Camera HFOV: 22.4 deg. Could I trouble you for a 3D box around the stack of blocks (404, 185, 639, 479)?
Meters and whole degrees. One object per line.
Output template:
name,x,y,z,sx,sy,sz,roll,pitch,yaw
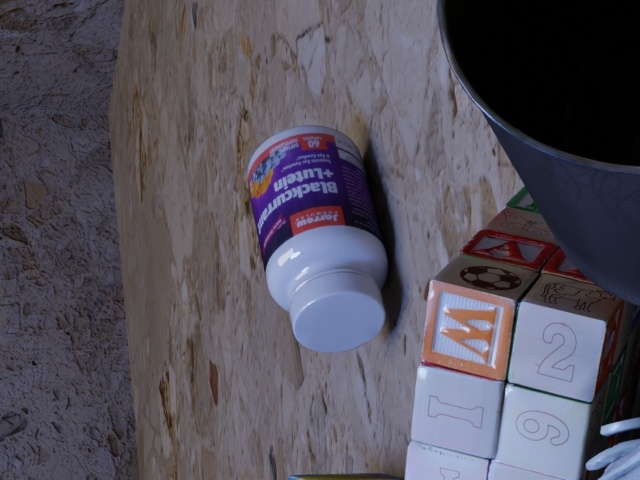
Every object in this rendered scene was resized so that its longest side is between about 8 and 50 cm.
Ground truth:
stack of blocks,0.108,0.139,0.876,0.171,0.087,0.297,-40,-40,-61

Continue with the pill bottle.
pill bottle,0.000,0.000,1.415,0.108,0.108,0.193,105,159,-45

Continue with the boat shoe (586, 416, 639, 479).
boat shoe,0.182,0.102,0.674,0.320,0.118,0.103,99,177,-72

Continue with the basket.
basket,0.154,-0.064,0.648,0.154,0.204,0.227,63,179,21

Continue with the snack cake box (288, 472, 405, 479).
snack cake box,0.045,0.266,1.269,0.264,0.089,0.152,161,110,-75
